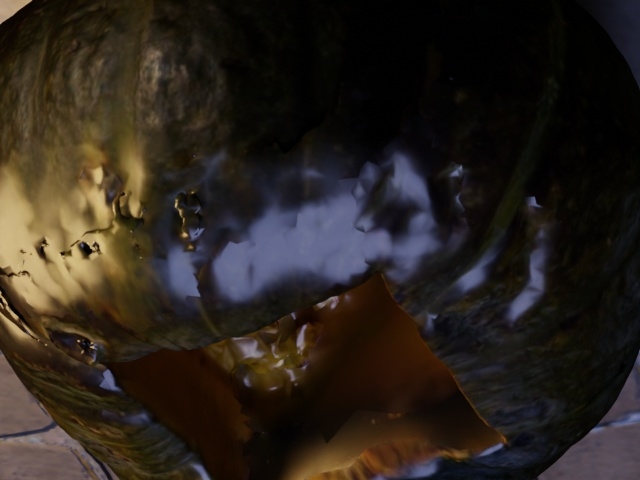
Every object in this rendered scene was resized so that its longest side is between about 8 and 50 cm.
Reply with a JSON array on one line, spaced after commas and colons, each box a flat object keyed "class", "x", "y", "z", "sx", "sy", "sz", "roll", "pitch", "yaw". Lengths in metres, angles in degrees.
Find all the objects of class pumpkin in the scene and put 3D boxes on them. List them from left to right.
[{"class": "pumpkin", "x": 0.000, "y": 0.000, "z": 0.858, "sx": 0.321, "sy": 0.192, "sz": 0.320, "roll": 0, "pitch": 139, "yaw": 0}]
